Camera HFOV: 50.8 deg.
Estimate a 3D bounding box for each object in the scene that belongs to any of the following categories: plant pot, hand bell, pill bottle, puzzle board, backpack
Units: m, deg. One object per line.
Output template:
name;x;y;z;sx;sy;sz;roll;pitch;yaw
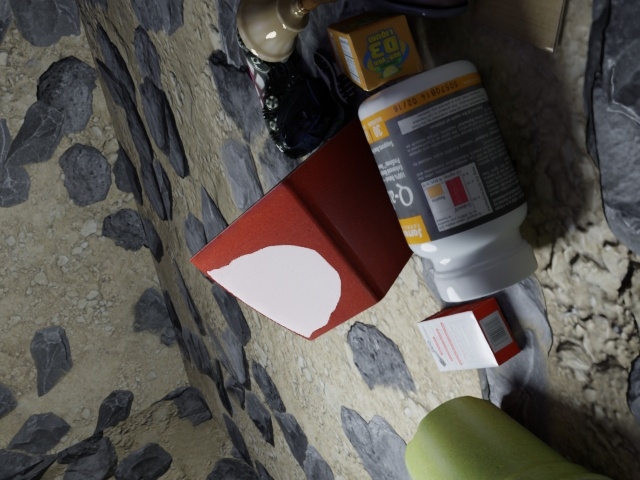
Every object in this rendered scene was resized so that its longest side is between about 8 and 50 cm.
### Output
plant pot;0.261;0.374;0.995;0.254;0.276;0.276;-131;28;-58
hand bell;-0.019;-0.378;1.074;0.242;0.126;0.126;-5;107;52
pill bottle;0.168;-0.074;0.865;0.162;0.162;0.279;-13;99;65
puzzle board;0.223;-0.277;0.756;0.128;0.011;0.096;42;144;42
backpack;-0.017;-0.216;1.174;0.114;0.084;0.105;-50;52;37
plant pot;0.000;0.000;1.107;0.267;0.267;0.236;-35;99;38

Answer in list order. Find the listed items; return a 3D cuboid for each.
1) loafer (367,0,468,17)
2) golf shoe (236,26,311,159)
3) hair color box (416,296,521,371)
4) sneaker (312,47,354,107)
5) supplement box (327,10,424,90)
loafer;0.077;-0.370;0.863;0.302;0.109;0.095;46;144;43
golf shoe;-0.074;-0.288;1.271;0.120;0.105;0.273;-129;20;-80
hair color box;0.230;0.152;1.065;0.093;0.053;0.167;64;154;2
sneaker;0.026;-0.273;1.135;0.109;0.040;0.044;62;-175;-2
supplement box;0.066;-0.258;0.899;0.233;0.078;0.080;-109;-1;-68
